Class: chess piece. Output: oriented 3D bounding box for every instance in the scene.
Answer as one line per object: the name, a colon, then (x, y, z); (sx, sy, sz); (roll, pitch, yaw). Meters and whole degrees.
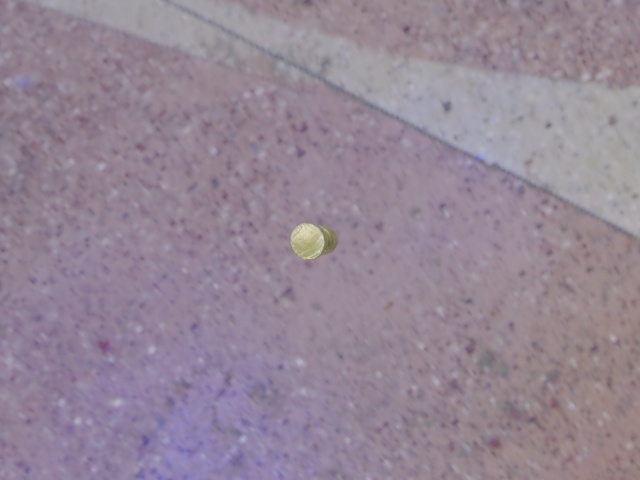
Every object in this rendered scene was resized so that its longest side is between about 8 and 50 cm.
chess piece: (0.000, 0.000, 1.478); (0.035, 0.092, 0.035); (0, 91, 16)
